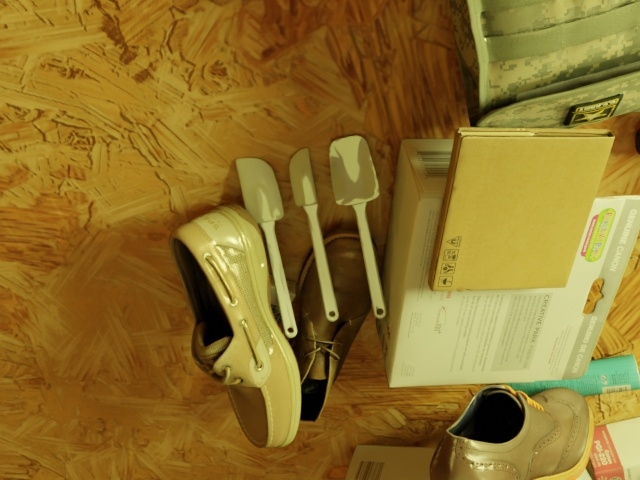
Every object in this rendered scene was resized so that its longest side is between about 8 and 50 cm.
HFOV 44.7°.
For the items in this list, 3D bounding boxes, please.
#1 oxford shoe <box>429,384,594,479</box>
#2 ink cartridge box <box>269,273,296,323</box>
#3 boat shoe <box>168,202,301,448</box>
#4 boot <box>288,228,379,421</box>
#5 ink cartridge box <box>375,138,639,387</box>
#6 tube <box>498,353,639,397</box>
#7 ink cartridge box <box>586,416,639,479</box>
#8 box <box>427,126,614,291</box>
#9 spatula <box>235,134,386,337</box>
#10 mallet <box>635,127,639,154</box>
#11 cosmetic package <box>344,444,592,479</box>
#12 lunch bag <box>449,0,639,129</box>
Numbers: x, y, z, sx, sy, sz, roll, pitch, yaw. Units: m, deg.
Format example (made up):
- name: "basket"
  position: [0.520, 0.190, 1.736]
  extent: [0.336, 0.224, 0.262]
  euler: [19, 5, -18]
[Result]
- name: "oxford shoe"
  position: [0.271, 0.251, 1.030]
  extent: [0.129, 0.363, 0.133]
  euler: [11, 108, 37]
- name: "ink cartridge box"
  position: [-0.098, 0.071, 1.067]
  extent: [0.115, 0.029, 0.063]
  euler: [18, 125, -16]
- name: "boat shoe"
  position: [-0.117, 0.128, 0.996]
  extent: [0.121, 0.110, 0.341]
  euler: [3, 113, 44]
- name: "boot"
  position: [0.013, 0.125, 1.062]
  extent: [0.112, 0.115, 0.305]
  euler: [12, 124, -7]
- name: "ink cartridge box"
  position: [0.224, 0.035, 0.987]
  extent: [0.271, 0.130, 0.310]
  euler: [0, 128, -6]
- name: "tube"
  position: [0.377, 0.216, 1.188]
  extent: [0.207, 0.052, 0.080]
  euler: [-11, 122, 13]
- name: "ink cartridge box"
  position: [0.552, 0.368, 1.282]
  extent: [0.217, 0.092, 0.159]
  euler: [-17, 126, 8]
- name: "box"
  position: [0.211, -0.028, 0.840]
  extent: [0.164, 0.021, 0.201]
  euler: [-1, 126, -8]
- name: "spatula"
  position: [0.000, 0.000, 0.973]
  extent: [0.168, 0.019, 0.242]
  euler: [-11, 104, 3]
- name: "mallet"
  position: [0.405, -0.181, 0.892]
  extent: [0.062, 0.039, 0.190]
  euler: [-7, 124, -1]
- name: "cosmetic package"
  position: [0.264, 0.447, 1.244]
  extent: [0.377, 0.097, 0.284]
  euler: [-7, 130, 35]
- name: "lunch bag"
  position: [0.251, -0.221, 0.774]
  extent: [0.235, 0.169, 0.287]
  euler: [-13, 133, 8]
